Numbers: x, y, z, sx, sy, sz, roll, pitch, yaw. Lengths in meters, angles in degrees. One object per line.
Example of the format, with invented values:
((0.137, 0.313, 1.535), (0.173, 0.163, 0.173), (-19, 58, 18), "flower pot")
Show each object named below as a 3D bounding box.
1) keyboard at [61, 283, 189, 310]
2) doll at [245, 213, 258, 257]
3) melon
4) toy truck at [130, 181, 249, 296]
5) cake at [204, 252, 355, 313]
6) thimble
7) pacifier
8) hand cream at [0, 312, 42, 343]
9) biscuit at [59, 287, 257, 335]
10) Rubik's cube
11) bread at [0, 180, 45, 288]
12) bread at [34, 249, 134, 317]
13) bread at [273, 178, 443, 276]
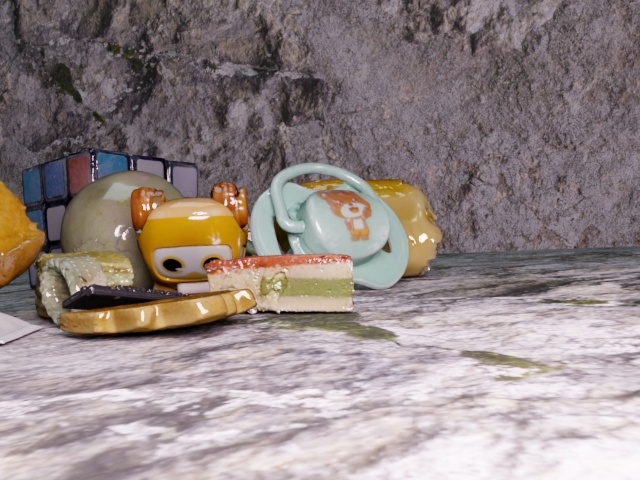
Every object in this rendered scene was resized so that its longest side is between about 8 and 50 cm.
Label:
((-0.257, 0.083, 0.785), (0.060, 0.018, 0.195), (-27, -20, 19), "keyboard")
((-0.219, 0.032, 1.525), (0.268, 0.216, 0.284), (24, -5, 1), "doll")
((-0.429, -0.017, 1.268), (0.268, 0.268, 0.330), (-3, 26, 13), "melon")
((-0.236, 0.010, 1.075), (0.204, 0.211, 0.288), (-3, -3, -11), "toy truck")
((-0.051, 0.062, 0.858), (0.220, 0.086, 0.117), (-4, 2, 11), "cake")
((-0.337, 0.073, 0.795), (0.062, 0.110, 0.084), (-4, -44, -54), "thimble")
((0.000, 0.000, 1.161), (0.343, 0.288, 0.269), (2, -28, -30), "pacifier")
((-0.483, 0.093, 0.690), (0.248, 0.083, 0.133), (11, 0, -10), "hand cream")
((-0.198, 0.092, 0.707), (0.239, 0.041, 0.212), (-8, 0, -5), "biscuit")
((-0.578, -0.047, 1.600), (0.362, 0.363, 0.359), (-1, -1, 33), "Rubik's cube")
((-0.617, 0.027, 0.863), (0.340, 0.194, 0.179), (-14, 13, 7), "bread")
((-0.392, 0.071, 0.938), (0.138, 0.102, 0.196), (-5, 4, -32), "bread")
((0.072, -0.039, 1.440), (0.394, 0.250, 0.361), (2, 0, -10), "bread")
